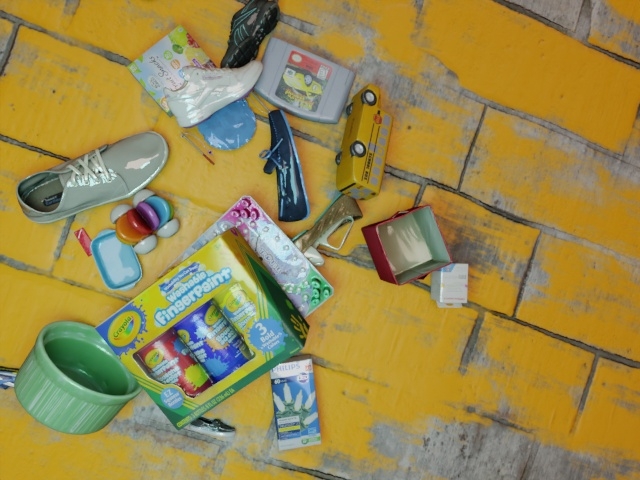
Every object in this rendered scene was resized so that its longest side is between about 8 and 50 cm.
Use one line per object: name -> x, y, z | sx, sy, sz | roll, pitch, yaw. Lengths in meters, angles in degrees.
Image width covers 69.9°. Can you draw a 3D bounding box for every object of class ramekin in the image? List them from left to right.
ramekin -> -0.646, 0.369, 1.229 | 0.303, 0.303, 0.148 | 38, 92, -6

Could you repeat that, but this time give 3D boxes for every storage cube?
storage cube -> 0.256, 0.015, 1.405 | 0.183, 0.193, 0.215 | -22, 94, -8

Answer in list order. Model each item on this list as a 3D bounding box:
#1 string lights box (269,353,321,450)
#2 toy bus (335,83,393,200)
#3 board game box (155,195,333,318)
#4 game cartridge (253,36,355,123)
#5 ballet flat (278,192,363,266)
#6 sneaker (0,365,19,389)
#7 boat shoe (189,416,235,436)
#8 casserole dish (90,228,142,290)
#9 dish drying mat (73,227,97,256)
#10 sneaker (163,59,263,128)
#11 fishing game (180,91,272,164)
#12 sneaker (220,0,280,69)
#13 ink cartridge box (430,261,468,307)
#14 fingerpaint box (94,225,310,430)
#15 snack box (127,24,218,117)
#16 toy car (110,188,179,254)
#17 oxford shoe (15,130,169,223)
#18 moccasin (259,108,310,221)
string lights box -> -0.080, 0.494, 1.412 | 0.133, 0.077, 0.260 | -7, 90, -7
toy bus -> 0.137, -0.302, 1.401 | 0.130, 0.108, 0.333 | 20, 71, -22
board game box -> -0.227, 0.135, 1.353 | 0.390, 0.050, 0.390 | -41, 95, 11
game cartridge -> -0.055, -0.488, 1.436 | 0.293, 0.060, 0.196 | 20, 91, -7
ballet flat -> 0.000, 0.000, 1.405 | 0.342, 0.116, 0.124 | -43, 77, -11
sneaker -> -0.917, 0.394, 1.308 | 0.144, 0.053, 0.059 | 13, 90, -7
boat shoe -> -0.326, 0.564, 1.392 | 0.141, 0.049, 0.040 | 12, 87, -6
casserole dish -> -0.603, 0.058, 1.362 | 0.114, 0.037, 0.189 | -22, 92, -7
dish drying mat -> -0.699, 0.005, 1.363 | 0.032, 0.008, 0.083 | -30, 94, -8
sneaker -> -0.304, -0.453, 1.314 | 0.305, 0.114, 0.152 | -36, 120, -11
fishing game -> -0.293, -0.366, 1.408 | 0.189, 0.041, 0.264 | 43, 78, -5
sneaker -> -0.232, -0.625, 1.404 | 0.106, 0.101, 0.268 | 33, 86, 16
ink cartridge box -> 0.413, 0.142, 1.477 | 0.092, 0.090, 0.143 | 3, 90, -8
fingerpaint box -> -0.317, 0.242, 1.270 | 0.444, 0.163, 0.371 | -34, 96, 10
snack box -> -0.435, -0.505, 1.373 | 0.207, 0.070, 0.174 | -42, 96, -5
toy car -> -0.505, -0.061, 1.317 | 0.182, 0.136, 0.159 | -40, 94, -21
oxford shoe -> -0.646, -0.185, 1.305 | 0.448, 0.130, 0.169 | -27, 79, -9
moccasin -> -0.120, -0.222, 1.383 | 0.116, 0.138, 0.343 | -14, 91, -3
